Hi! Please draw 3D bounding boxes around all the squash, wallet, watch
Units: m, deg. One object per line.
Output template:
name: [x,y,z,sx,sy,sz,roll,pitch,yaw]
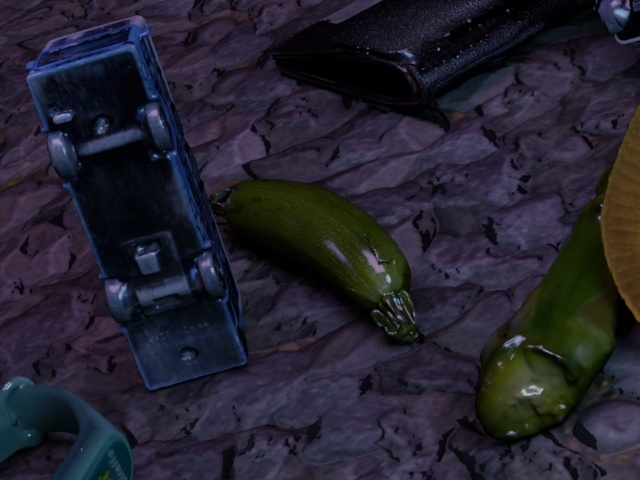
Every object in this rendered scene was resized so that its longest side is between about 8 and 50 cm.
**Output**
squash: [0.001,-0.002,1.663,0.071,0.080,0.318,10,14,-37]
wallet: [0.101,-0.222,1.968,0.221,0.071,0.262,-35,28,-25]
watch: [-0.248,0.202,1.480,0.195,0.068,0.237,-3,38,28]

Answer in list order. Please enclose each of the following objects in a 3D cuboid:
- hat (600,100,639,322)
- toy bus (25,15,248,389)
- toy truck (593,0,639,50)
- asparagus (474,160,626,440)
hat: [0.332,-0.064,1.464,0.233,0.244,0.233,-28,10,21]
toy bus: [-0.145,-0.032,1.571,0.106,0.297,0.131,-16,25,5]
toy truck: [0.331,-0.300,1.813,0.114,0.124,0.253,-18,66,41]
asparagus: [0.213,0.027,1.493,0.082,0.085,0.343,37,48,2]
